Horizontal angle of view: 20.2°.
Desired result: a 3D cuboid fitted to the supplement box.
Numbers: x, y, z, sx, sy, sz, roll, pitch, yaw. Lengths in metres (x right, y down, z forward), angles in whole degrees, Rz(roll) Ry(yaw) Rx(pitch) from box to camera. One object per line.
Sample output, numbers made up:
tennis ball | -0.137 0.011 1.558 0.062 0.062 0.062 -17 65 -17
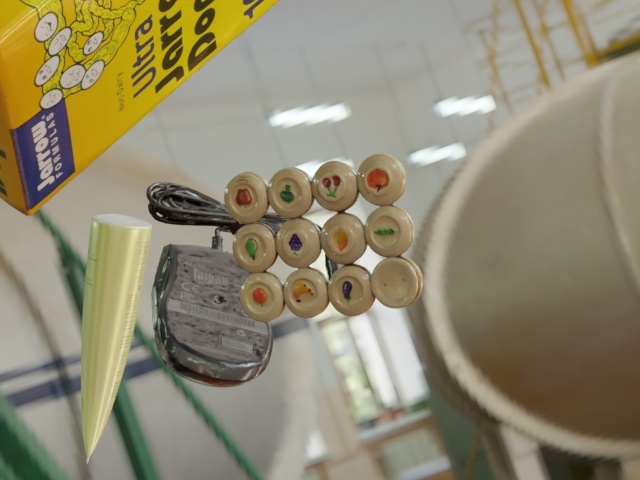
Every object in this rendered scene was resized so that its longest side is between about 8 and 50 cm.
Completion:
supplement box | -0.164 -0.228 1.303 0.356 0.195 0.194 -44 -23 -25

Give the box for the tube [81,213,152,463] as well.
tube | -0.214 0.096 1.787 0.062 0.240 0.070 16 13 37

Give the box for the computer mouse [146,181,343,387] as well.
computer mouse | -0.059 0.056 1.498 0.184 0.262 0.060 13 -58 -17

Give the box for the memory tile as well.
memory tile | 0.000 0.000 1.287 0.148 0.113 0.012 -7 3 28
